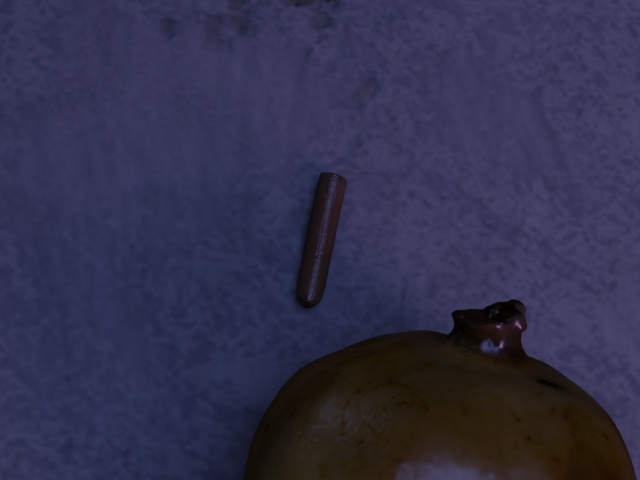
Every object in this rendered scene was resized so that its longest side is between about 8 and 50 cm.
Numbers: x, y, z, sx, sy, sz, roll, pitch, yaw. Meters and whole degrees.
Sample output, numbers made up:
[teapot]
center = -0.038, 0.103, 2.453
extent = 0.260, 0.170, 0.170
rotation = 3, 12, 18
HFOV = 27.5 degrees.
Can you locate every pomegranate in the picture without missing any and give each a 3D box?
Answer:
[pomegranate]
center = 0.084, 0.206, 0.922
extent = 0.307, 0.307, 0.307
rotation = 3, 74, -10

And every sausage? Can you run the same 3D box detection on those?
[sausage]
center = 0.000, 0.000, 1.086
extent = 0.026, 0.026, 0.116
rotation = 14, 73, -7
